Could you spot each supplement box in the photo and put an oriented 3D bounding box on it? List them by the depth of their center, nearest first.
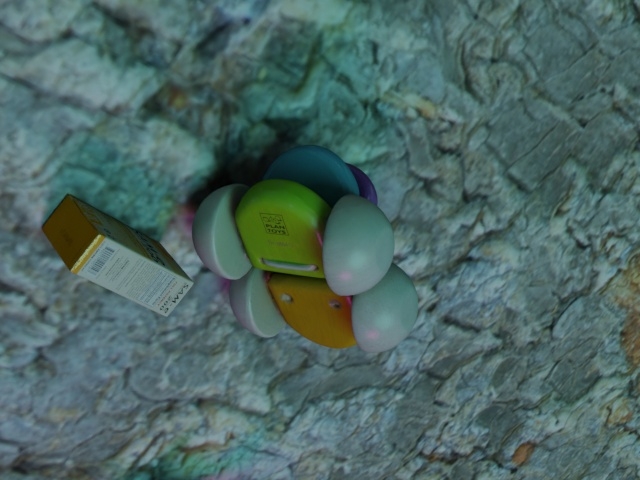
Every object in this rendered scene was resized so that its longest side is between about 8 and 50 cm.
[{"bbox_3d":[-0.149,0.012,0.735,0.036,0.062,0.098,-51,137,5],"label":"supplement box"}]

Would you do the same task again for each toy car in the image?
[{"bbox_3d":[0.000,0.000,0.799,0.136,0.159,0.182,-64,146,-32],"label":"toy car"}]
